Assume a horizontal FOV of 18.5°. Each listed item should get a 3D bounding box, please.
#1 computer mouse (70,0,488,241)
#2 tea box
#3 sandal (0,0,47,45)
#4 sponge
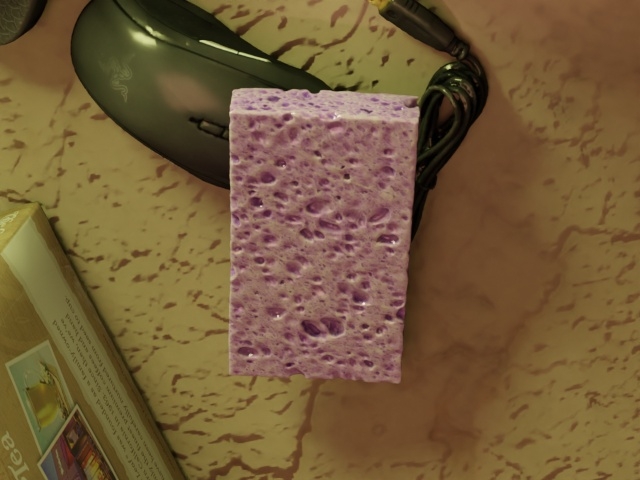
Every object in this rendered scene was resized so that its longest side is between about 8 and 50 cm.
[{"bbox_3d":[-0.027,-0.099,1.238,0.262,0.060,0.184,33,119,-4],"label":"computer mouse"},{"bbox_3d":[-0.285,0.200,1.350,0.323,0.220,0.329,-17,111,21],"label":"tea box"},{"bbox_3d":[-0.168,-0.233,1.219,0.097,0.054,0.254,41,127,0],"label":"sandal"},{"bbox_3d":[0.000,0.000,1.254,0.117,0.031,0.210,4,126,2],"label":"sponge"}]
